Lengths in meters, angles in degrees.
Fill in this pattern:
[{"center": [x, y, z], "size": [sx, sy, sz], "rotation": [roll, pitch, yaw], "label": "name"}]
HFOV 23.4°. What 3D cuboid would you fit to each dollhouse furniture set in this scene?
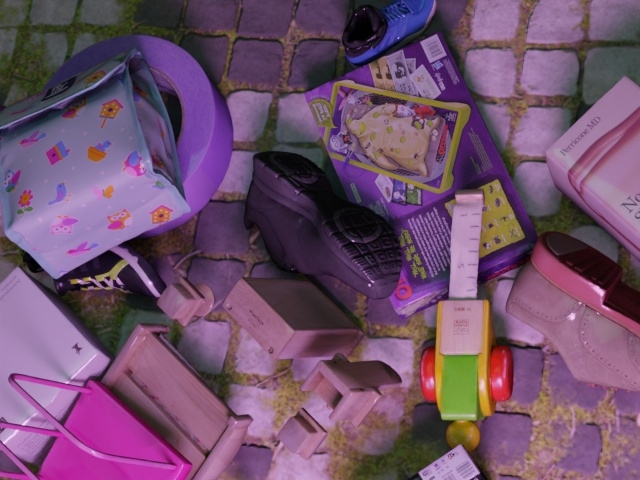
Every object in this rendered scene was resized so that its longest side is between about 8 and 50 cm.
[{"center": [-0.107, 0.228, 1.984], "size": [0.303, 0.174, 0.355], "rotation": [43, 109, 25], "label": "dollhouse furniture set"}]

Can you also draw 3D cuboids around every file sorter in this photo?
[{"center": [-0.340, 0.332, 1.878], "size": [0.202, 0.182, 0.290], "rotation": [35, 98, 37], "label": "file sorter"}]

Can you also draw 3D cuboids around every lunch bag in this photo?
[{"center": [-0.309, -0.121, 2.017], "size": [0.223, 0.160, 0.262], "rotation": [-25, 54, 11], "label": "lunch bag"}]

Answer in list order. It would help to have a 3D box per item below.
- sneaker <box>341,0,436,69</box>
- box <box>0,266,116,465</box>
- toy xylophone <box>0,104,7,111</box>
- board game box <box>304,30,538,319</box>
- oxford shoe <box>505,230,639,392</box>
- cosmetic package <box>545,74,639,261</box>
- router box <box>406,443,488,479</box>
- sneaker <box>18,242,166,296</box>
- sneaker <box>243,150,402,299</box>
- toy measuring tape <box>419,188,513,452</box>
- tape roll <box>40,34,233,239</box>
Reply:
[{"center": [0.092, -0.301, 2.107], "size": [0.152, 0.084, 0.058], "rotation": [-39, 65, -1], "label": "sneaker"}, {"center": [-0.388, 0.167, 2.047], "size": [0.181, 0.119, 0.182], "rotation": [-45, 66, -4], "label": "box"}, {"center": [-0.539, -0.063, 2.126], "size": [0.323, 0.236, 0.081], "rotation": [-43, 92, -6], "label": "toy xylophone"}, {"center": [0.132, -0.090, 2.041], "size": [0.208, 0.056, 0.347], "rotation": [-22, 66, 2], "label": "board game box"}, {"center": [0.381, 0.137, 1.871], "size": [0.348, 0.123, 0.130], "rotation": [40, 120, 18], "label": "oxford shoe"}, {"center": [0.435, -0.044, 1.893], "size": [0.153, 0.129, 0.296], "rotation": [-45, 65, -3], "label": "cosmetic package"}, {"center": [0.116, 0.321, 1.843], "size": [0.179, 0.133, 0.046], "rotation": [-34, 66, 1], "label": "router box"}, {"center": [-0.311, 0.045, 2.091], "size": [0.235, 0.084, 0.097], "rotation": [23, 69, 32], "label": "sneaker"}, {"center": [0.000, 0.000, 2.002], "size": [0.286, 0.109, 0.130], "rotation": [45, 125, 39], "label": "sneaker"}, {"center": [0.184, 0.105, 1.918], "size": [0.121, 0.121, 0.330], "rotation": [-2, 69, 15], "label": "toy measuring tape"}, {"center": [-0.263, -0.144, 2.145], "size": [0.275, 0.090, 0.275], "rotation": [-5, 69, 13], "label": "tape roll"}]
